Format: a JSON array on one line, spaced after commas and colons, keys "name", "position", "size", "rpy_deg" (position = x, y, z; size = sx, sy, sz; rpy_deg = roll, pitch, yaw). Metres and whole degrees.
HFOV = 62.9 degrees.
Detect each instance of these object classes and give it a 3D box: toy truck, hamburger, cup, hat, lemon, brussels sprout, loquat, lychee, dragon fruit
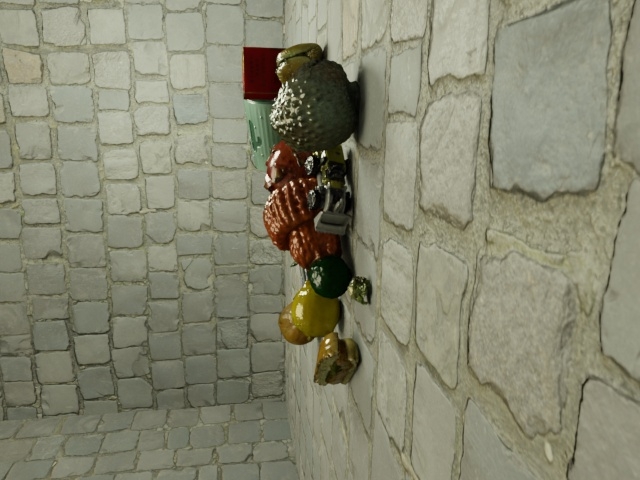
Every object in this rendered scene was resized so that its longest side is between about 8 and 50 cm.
[{"name": "toy truck", "position": [0.032, -0.163, 1.580], "size": [0.111, 0.136, 0.286], "rpy_deg": [-36, 54, 54]}, {"name": "hamburger", "position": [0.041, 0.359, 1.601], "size": [0.262, 0.124, 0.131], "rpy_deg": [105, 162, -58]}, {"name": "cup", "position": [-0.207, -0.540, 2.552], "size": [0.401, 0.310, 0.392], "rpy_deg": [-101, 8, -58]}, {"name": "hamburger", "position": [-0.076, -0.680, 2.040], "size": [0.215, 0.189, 0.122], "rpy_deg": [151, 111, -68]}, {"name": "hat", "position": [0.000, 0.000, 1.694], "size": [0.400, 0.285, 0.285], "rpy_deg": [56, 159, 19]}, {"name": "lemon", "position": [-0.017, 0.237, 1.803], "size": [0.173, 0.173, 0.206], "rpy_deg": [148, 113, -80]}, {"name": "brussels sprout", "position": [0.103, 0.129, 1.392], "size": [0.085, 0.058, 0.085], "rpy_deg": [-175, 90, -65]}, {"name": "loquat", "position": [-0.088, 0.361, 2.304], "size": [0.187, 0.176, 0.234], "rpy_deg": [46, 138, 8]}, {"name": "lychee", "position": [-0.015, -0.378, 1.479], "size": [0.255, 0.274, 0.255], "rpy_deg": [-15, -90, -72]}, {"name": "dragon fruit", "position": [-0.097, -0.273, 2.075], "size": [0.250, 0.250, 0.315], "rpy_deg": [155, 111, -81]}]

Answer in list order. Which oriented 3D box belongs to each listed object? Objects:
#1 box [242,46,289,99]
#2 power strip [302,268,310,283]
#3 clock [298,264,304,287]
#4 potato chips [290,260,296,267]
[{"name": "box", "position": [-0.167, -0.693, 2.182], "size": [0.089, 0.313, 0.198], "rpy_deg": [147, 121, -79]}, {"name": "power strip", "position": [-0.018, 0.104, 2.009], "size": [0.257, 0.105, 0.070], "rpy_deg": [-100, 11, -47]}, {"name": "clock", "position": [-0.053, 0.104, 2.352], "size": [0.193, 0.073, 0.145], "rpy_deg": [-102, 14, -49]}, {"name": "potato chips", "position": [-0.074, 0.049, 2.241], "size": [0.059, 0.167, 0.228], "rpy_deg": [45, -164, -27]}]
